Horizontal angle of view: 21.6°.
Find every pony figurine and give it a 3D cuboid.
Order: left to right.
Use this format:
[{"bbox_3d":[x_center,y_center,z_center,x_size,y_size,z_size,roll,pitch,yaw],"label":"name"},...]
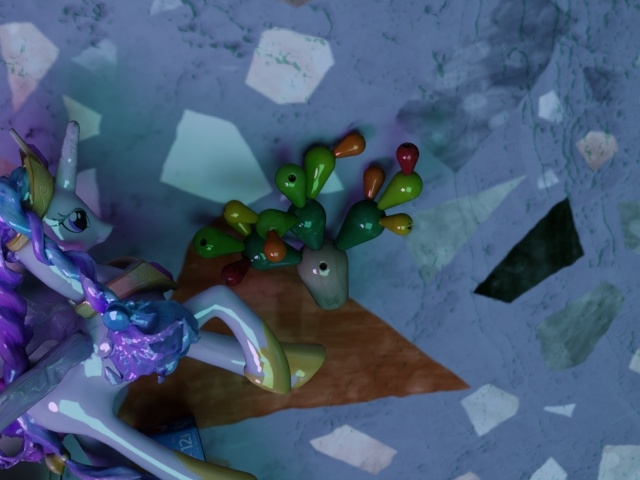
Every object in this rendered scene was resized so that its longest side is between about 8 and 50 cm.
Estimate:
[{"bbox_3d":[-0.217,0.118,1.455,0.363,0.303,0.351,40,94,-23],"label":"pony figurine"}]

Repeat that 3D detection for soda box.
[{"bbox_3d":[-0.131,0.287,1.667,0.067,0.071,0.210,-15,95,-5],"label":"soda box"}]

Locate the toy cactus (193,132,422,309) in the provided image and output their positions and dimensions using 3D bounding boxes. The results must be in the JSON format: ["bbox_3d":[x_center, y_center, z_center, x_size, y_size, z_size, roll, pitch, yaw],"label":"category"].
[{"bbox_3d":[0.000,0.000,1.551,0.219,0.112,0.180,-25,137,-7],"label":"toy cactus"}]

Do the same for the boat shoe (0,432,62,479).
[{"bbox_3d":[-0.313,0.295,1.639,0.127,0.113,0.340,4,92,3],"label":"boat shoe"}]
